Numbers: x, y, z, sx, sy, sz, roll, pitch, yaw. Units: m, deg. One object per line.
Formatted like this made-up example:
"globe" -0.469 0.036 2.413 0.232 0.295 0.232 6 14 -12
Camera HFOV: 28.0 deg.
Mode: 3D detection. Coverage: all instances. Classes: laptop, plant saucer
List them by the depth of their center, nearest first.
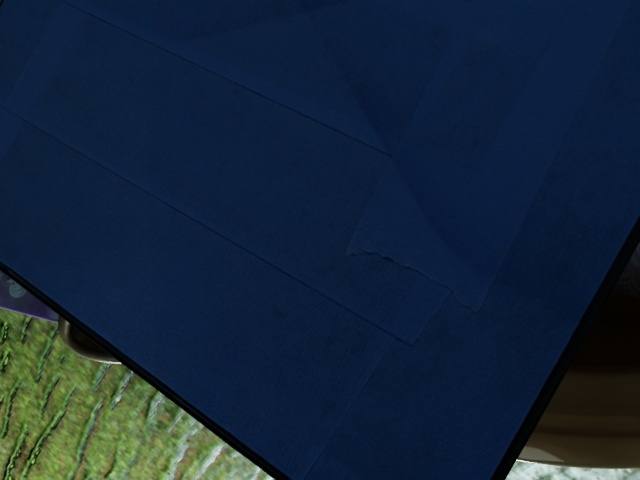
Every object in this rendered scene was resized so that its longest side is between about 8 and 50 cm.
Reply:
"laptop" -0.042 -0.171 0.454 0.382 0.236 0.408 29 144 40
"plant saucer" 0.119 0.054 0.624 0.200 0.200 0.037 10 107 32

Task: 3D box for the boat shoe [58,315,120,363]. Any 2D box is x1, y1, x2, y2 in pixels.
"boat shoe" 0.000 0.000 0.618 0.324 0.120 0.122 -17 125 37

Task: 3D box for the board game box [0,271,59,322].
"board game box" -0.101 0.053 0.866 0.347 0.056 0.208 11 170 31

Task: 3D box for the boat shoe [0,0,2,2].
"boat shoe" -0.305 -0.113 0.843 0.500 0.186 0.156 26 167 35

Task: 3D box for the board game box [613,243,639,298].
"board game box" 0.184 -0.095 0.518 0.318 0.066 0.318 18 137 50
